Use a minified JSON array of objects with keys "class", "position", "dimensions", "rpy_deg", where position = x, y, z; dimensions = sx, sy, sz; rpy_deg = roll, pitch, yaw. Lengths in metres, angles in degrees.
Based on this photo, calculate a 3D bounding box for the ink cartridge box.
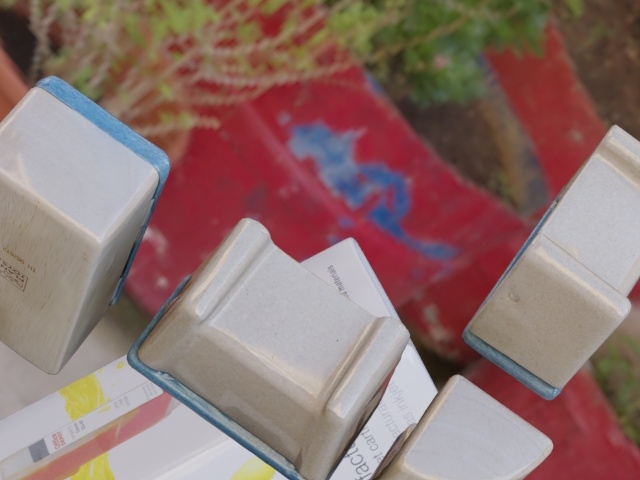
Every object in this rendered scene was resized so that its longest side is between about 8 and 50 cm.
[{"class":"ink cartridge box","position":[-0.074,0.222,1.357],"dimensions":[0.279,0.384,0.160],"rpy_deg":[62,1,-32]}]

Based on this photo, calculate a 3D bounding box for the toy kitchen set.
[{"class":"toy kitchen set","position":[0.000,0.000,0.705],"dimensions":[0.207,0.122,0.166],"rpy_deg":[36,61,2]}]
